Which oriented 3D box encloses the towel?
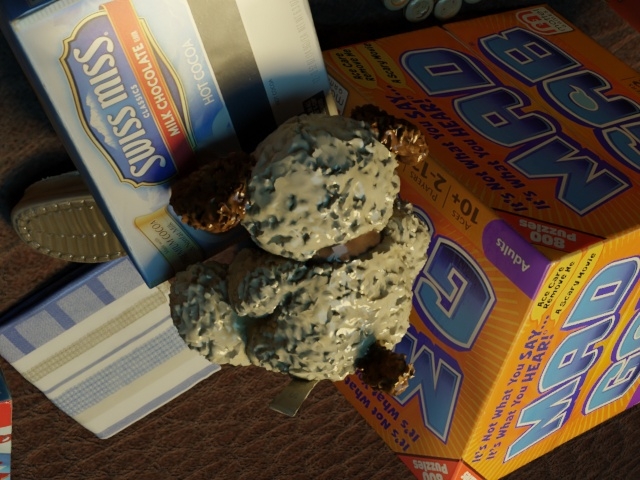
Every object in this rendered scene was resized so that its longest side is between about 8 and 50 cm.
[{"bbox_3d":[-0.250,0.126,1.469,0.209,0.034,0.285,-33,140,1],"label":"towel"}]

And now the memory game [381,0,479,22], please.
[{"bbox_3d":[0.140,-0.314,1.310,0.186,0.012,0.186,-20,140,-19],"label":"memory game"}]

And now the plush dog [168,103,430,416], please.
[{"bbox_3d":[0.000,0.000,1.042,0.262,0.210,0.225,-21,119,-17],"label":"plush dog"}]

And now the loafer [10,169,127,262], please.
[{"bbox_3d":[-0.192,-0.049,1.286,0.268,0.092,0.102,-9,136,-6],"label":"loafer"}]

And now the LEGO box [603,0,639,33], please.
[{"bbox_3d":[0.416,-0.397,1.136,0.500,0.372,0.193,-13,137,-24],"label":"LEGO box"}]

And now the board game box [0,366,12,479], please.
[{"bbox_3d":[-0.511,0.293,1.372,0.308,0.086,0.302,-10,129,-27],"label":"board game box"}]

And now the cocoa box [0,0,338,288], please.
[{"bbox_3d":[-0.145,-0.174,1.068,0.228,0.231,0.347,-29,142,-9],"label":"cocoa box"}]

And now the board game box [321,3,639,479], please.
[{"bbox_3d":[0.199,-0.001,1.364,0.356,0.356,0.356,-18,140,-35],"label":"board game box"}]
